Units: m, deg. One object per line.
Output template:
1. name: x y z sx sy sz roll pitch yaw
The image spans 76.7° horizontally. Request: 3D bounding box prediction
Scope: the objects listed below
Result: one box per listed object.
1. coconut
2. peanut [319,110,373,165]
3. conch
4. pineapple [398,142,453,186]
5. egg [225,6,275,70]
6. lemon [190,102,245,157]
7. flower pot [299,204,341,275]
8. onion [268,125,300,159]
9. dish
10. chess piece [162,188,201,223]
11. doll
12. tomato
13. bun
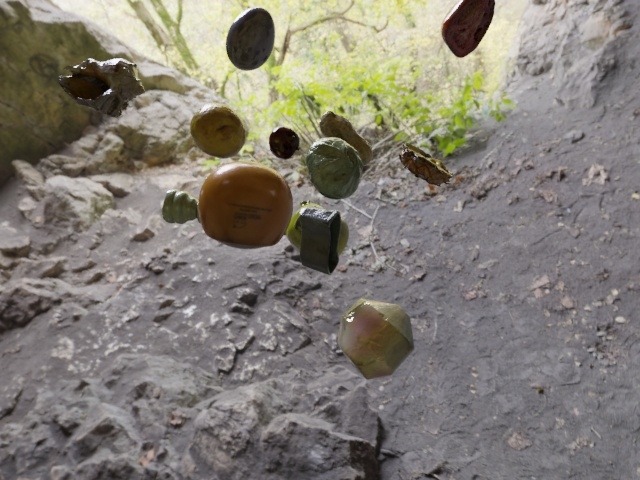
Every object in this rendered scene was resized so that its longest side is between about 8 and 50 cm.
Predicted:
1. coconut: 0.185 0.308 1.311 0.259 0.259 0.259 -20 47 24
2. peanut: 0.111 -0.441 1.762 0.130 0.290 0.130 -39 18 15
3. conch: -0.622 -0.440 1.148 0.245 0.163 0.178 18 34 1
4. pineapple: 0.343 -0.247 1.346 0.076 0.225 0.225 -57 37 25
5. egg: -0.220 -0.638 1.287 0.198 0.146 0.146 -55 38 23
6. lemon: -0.308 -0.333 1.228 0.170 0.170 0.207 -44 22 1
7. flower pot: 0.000 0.000 1.328 0.108 0.229 0.103 17 35 22
8. onion: -0.132 -0.354 1.451 0.119 0.118 0.117 -2 45 37
9. dish: -0.024 -0.041 1.557 0.262 0.108 0.221 38 85 15
10. chess piece: -0.455 -0.115 1.534 0.243 0.133 0.133 9 58 3
11. doll: -0.173 -0.092 0.943 0.213 0.213 0.236 -40 24 5
12. tomato: 0.424 -0.644 1.181 0.174 0.166 0.082 -49 52 21
13. bun: 0.050 -0.220 1.208 0.118 0.195 0.195 -23 44 44
